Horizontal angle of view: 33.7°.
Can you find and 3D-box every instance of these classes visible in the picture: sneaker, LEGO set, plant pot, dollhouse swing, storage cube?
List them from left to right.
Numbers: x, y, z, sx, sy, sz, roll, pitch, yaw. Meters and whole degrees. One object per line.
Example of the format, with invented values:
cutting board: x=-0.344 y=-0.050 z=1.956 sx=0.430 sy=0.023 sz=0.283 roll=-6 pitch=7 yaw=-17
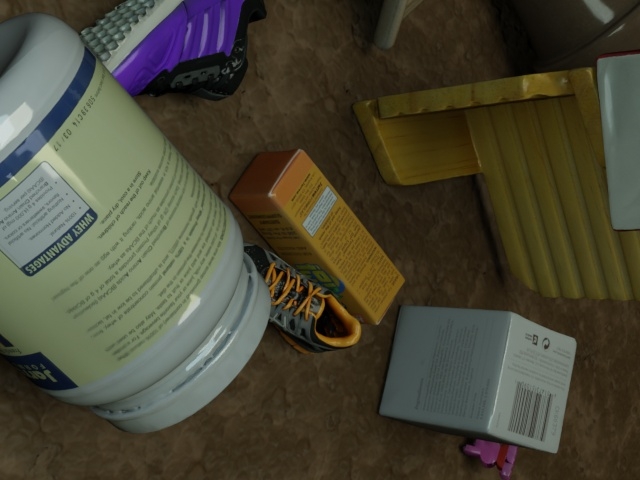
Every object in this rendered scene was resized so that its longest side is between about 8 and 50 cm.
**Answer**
sneaker: x=-0.145 y=-0.190 z=1.080 sx=0.293 sy=0.102 sz=0.146 roll=-54 pitch=124 yaw=-30
sneaker: x=-0.037 y=0.063 z=1.196 sx=0.215 sy=0.083 sz=0.084 roll=34 pitch=68 yaw=-37
LEGO set: x=0.248 y=0.204 z=1.477 sx=0.087 sy=0.093 sz=0.227 roll=75 pitch=33 yaw=-57
dollhouse swing: x=0.270 y=-0.049 z=1.310 sx=0.315 sy=0.347 sz=0.304 roll=-13 pitch=99 yaw=-43
plant pot: x=0.367 y=-0.370 z=1.500 sx=0.229 sy=0.263 sz=0.263 roll=47 pitch=57 yaw=-13
storage cube: x=0.417 y=-0.117 z=1.084 sx=0.193 sy=0.184 sz=0.214 roll=-15 pitch=100 yaw=-42

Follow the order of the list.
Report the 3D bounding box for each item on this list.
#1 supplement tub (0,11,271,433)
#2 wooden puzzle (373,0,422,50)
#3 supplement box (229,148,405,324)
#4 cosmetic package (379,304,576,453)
supplement tub: x=-0.214 y=-0.006 z=0.919 sx=0.325 sy=0.235 sz=0.235 roll=51 pitch=57 yaw=-31
wooden puzzle: x=0.164 y=-0.447 z=1.303 sx=0.348 sy=0.081 sz=0.322 roll=-53 pitch=168 yaw=-34
supplement box: x=0.000 y=0.000 z=1.235 sx=0.233 sy=0.078 sz=0.080 roll=48 pitch=58 yaw=-32
cosmetic package: x=0.200 y=0.175 z=1.352 sx=0.151 sy=0.184 sz=0.151 roll=24 pitch=75 yaw=-42
